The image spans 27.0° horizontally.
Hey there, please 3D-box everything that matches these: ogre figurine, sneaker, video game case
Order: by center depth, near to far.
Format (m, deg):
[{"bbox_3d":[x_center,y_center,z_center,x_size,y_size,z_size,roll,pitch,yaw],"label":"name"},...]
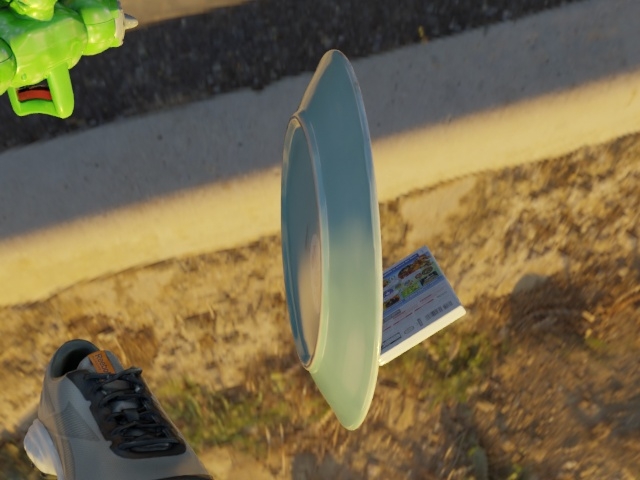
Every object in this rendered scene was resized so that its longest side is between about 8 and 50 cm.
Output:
[{"bbox_3d":[-0.198,-0.128,0.820,0.118,0.197,0.097,18,105,30],"label":"ogre figurine"},{"bbox_3d":[-0.161,0.149,1.033,0.100,0.271,0.108,1,100,-31],"label":"sneaker"},{"bbox_3d":[0.073,0.055,1.175,0.087,0.122,0.011,-32,117,5],"label":"video game case"}]

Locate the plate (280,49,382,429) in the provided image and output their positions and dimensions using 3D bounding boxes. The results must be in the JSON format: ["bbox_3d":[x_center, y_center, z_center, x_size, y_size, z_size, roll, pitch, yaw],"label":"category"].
[{"bbox_3d":[0.000,0.000,0.662,0.024,0.188,0.188,-2,70,-10],"label":"plate"}]
